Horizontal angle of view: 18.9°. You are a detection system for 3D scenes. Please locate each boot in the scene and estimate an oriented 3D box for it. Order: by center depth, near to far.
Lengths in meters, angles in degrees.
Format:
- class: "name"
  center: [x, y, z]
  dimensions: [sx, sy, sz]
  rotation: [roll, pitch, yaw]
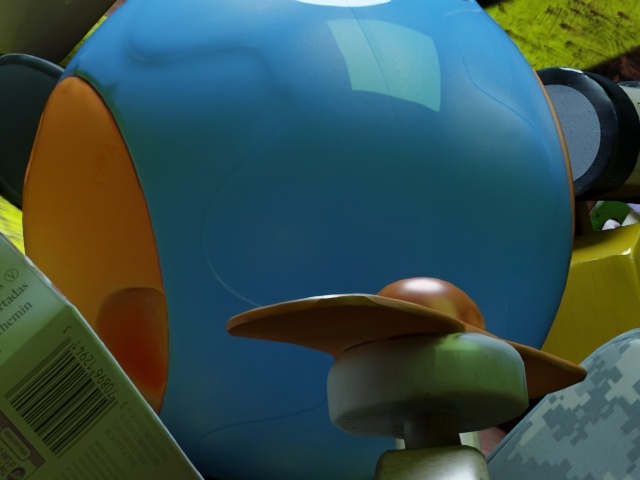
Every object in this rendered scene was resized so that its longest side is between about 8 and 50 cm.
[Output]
- class: "boot"
  center: [-0.107, -0.035, 1.364]
  dimensions: [0.263, 0.091, 0.229]
  rotation: [36, 9, 11]

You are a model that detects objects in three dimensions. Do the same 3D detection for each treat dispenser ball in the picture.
- class: "treat dispenser ball"
  center: [-0.011, -0.013, 1.006]
  dimensions: [0.288, 0.288, 0.288]
  rotation: [27, 14, -7]

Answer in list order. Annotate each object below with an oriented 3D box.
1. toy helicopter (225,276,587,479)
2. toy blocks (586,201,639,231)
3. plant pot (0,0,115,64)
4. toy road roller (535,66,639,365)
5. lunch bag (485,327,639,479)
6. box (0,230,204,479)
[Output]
- class: "toy helicopter"
  center: [0.039, 0.109, 0.647]
  dimensions: [0.140, 0.235, 0.355]
  rotation: [-9, 8, 4]
- class: "toy blocks"
  center: [0.259, -0.061, 1.772]
  dimensions: [0.309, 0.260, 0.288]
  rotation: [38, 17, 34]
- class: "plant pot"
  center: [-0.238, -0.281, 1.648]
  dimensions: [0.263, 0.229, 0.263]
  rotation: [26, 13, -7]
- class: "toy road roller"
  center: [0.164, 0.035, 1.406]
  dimensions: [0.202, 0.240, 0.330]
  rotation: [-1, 77, -60]
- class: "lunch bag"
  center: [0.199, 0.215, 0.805]
  dimensions: [0.256, 0.212, 0.305]
  rotation: [40, 7, -31]
- class: "box"
  center: [-0.062, 0.103, 0.627]
  dimensions: [0.063, 0.067, 0.324]
  rotation: [41, -12, 34]
